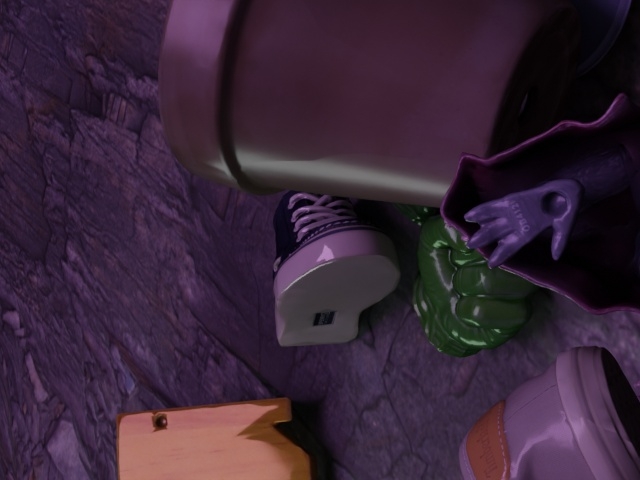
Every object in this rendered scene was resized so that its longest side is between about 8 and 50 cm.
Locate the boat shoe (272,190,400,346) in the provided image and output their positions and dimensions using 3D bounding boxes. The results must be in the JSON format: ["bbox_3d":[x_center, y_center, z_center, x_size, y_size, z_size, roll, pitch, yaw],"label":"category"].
[{"bbox_3d":[0.000,0.000,1.641,0.340,0.127,0.158,120,145,-70],"label":"boat shoe"}]

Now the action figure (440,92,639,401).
[{"bbox_3d":[0.235,-0.039,1.150,0.248,0.370,0.275,40,106,16],"label":"action figure"}]

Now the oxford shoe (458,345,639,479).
[{"bbox_3d":[0.223,0.256,1.131,0.130,0.449,0.169,-23,34,14],"label":"oxford shoe"}]

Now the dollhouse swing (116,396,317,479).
[{"bbox_3d":[-0.106,0.382,1.951,0.315,0.305,0.346,-7,81,17],"label":"dollhouse swing"}]

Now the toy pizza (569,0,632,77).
[{"bbox_3d":[0.226,-0.244,1.419,0.201,0.032,0.201,0,90,59],"label":"toy pizza"}]

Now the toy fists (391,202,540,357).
[{"bbox_3d":[0.132,-0.028,1.518,0.142,0.096,0.279,-45,52,49],"label":"toy fists"}]

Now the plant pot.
[{"bbox_3d":[0.064,-0.160,1.371,0.280,0.323,0.323,22,113,22],"label":"plant pot"}]
